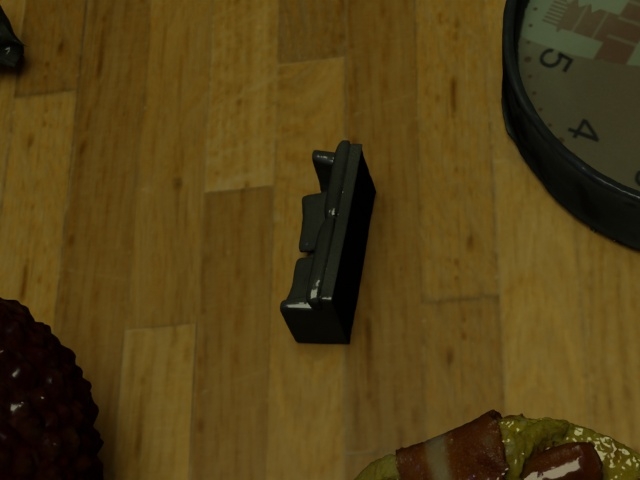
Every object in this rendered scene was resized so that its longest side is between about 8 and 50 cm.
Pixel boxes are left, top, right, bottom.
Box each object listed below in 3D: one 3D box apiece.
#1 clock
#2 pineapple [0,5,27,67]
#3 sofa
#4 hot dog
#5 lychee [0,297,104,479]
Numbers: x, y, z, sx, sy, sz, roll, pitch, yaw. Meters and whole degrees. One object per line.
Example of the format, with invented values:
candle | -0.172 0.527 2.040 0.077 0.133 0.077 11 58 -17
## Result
clock | 0.333 -0.162 1.313 0.386 0.076 0.386 -6 60 11
pineapple | -0.390 -0.148 1.476 0.248 0.128 0.128 -29 58 -10
sofa | 0.000 0.000 1.304 0.060 0.085 0.147 5 63 13
hot dog | 0.112 0.189 1.163 0.261 0.093 0.123 -23 58 1
lychee | -0.306 0.149 1.203 0.300 0.264 0.264 14 64 1
